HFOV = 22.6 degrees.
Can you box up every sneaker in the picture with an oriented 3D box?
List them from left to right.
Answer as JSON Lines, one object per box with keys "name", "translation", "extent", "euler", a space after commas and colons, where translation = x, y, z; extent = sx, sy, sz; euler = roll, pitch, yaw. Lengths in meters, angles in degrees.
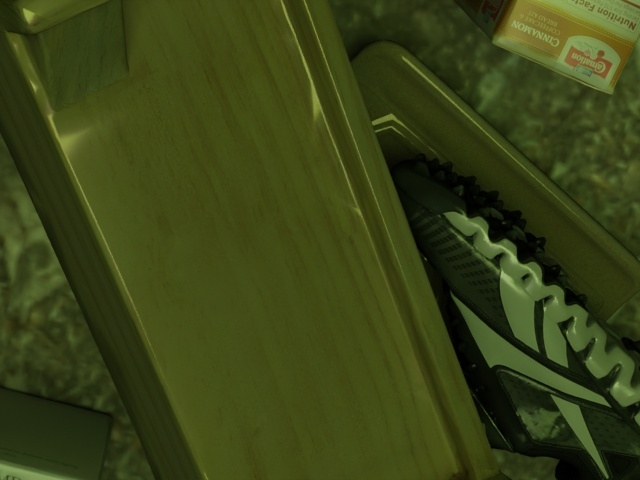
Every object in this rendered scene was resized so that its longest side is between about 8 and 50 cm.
{"name": "sneaker", "translation": [0.102, 0.059, 0.855], "extent": [0.106, 0.078, 0.234], "euler": [-43, 107, 11]}

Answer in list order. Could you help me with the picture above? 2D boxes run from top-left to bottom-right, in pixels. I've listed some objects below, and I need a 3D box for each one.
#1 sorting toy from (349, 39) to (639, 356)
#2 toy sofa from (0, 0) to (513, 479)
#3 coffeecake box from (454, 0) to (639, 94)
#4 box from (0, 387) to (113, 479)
{"name": "sorting toy", "translation": [0.000, 0.000, 0.897], "extent": [0.307, 0.041, 0.229], "euler": [41, 105, -14]}
{"name": "toy sofa", "translation": [-0.042, 0.004, 0.814], "extent": [0.150, 0.177, 0.363], "euler": [-27, 110, -17]}
{"name": "coffeecake box", "translation": [0.142, -0.181, 0.794], "extent": [0.068, 0.142, 0.186], "euler": [22, 104, -10]}
{"name": "box", "translation": [-0.177, 0.140, 0.890], "extent": [0.101, 0.102, 0.087], "euler": [16, 103, -7]}
